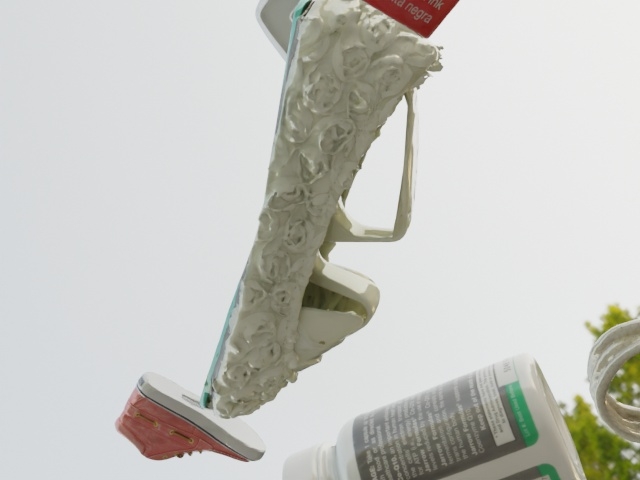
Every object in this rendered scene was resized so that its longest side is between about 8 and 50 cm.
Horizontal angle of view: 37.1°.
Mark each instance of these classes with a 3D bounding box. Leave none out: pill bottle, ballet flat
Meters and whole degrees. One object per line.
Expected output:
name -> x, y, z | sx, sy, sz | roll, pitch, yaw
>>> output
pill bottle -> 0.146, 0.302, 1.251 | 0.361, 0.204, 0.204 | -23, -67, 12
ballet flat -> 0.000, 0.000, 0.791 | 0.147, 0.147, 0.409 | 7, -62, -19

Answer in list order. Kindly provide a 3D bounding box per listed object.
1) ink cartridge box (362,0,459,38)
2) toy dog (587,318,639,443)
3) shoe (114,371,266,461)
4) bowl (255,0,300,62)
ink cartridge box -> 0.064, -0.274, 0.468 | 0.114, 0.197, 0.273 | 18, -58, -40
toy dog -> 0.346, 0.021, 0.633 | 0.220, 0.161, 0.333 | 32, -62, 12
shoe -> -0.159, 0.237, 1.158 | 0.178, 0.063, 0.081 | 32, -80, -9
bowl -> 0.000, -0.236, 0.998 | 0.142, 0.053, 0.142 | -42, -99, 33
